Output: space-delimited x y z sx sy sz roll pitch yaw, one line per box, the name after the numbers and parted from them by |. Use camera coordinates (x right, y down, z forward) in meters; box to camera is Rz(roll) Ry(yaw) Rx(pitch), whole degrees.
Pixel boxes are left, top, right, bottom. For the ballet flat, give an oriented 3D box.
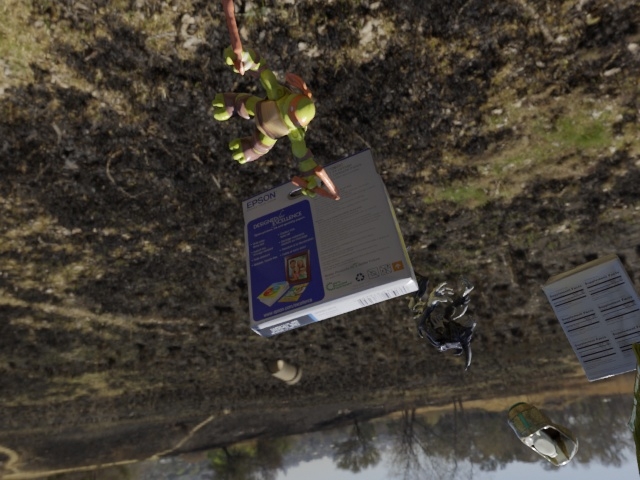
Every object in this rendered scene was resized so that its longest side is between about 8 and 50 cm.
0.679 0.599 1.402 0.123 0.123 0.349 -27 125 38 | ballet flat

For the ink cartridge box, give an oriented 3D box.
0.000 0.000 0.916 0.304 0.307 0.072 -20 142 15 | ink cartridge box

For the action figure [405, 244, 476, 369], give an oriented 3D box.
0.245 0.130 0.998 0.141 0.275 0.164 -49 161 23 | action figure

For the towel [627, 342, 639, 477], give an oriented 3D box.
0.396 0.226 0.579 0.021 0.102 0.237 -4 138 28 | towel

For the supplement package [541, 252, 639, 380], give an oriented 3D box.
0.586 0.150 0.982 0.149 0.202 0.194 -28 167 28 | supplement package

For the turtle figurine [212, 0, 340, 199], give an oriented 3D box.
-0.071 -0.177 0.635 0.217 0.087 0.269 11 140 56 | turtle figurine
